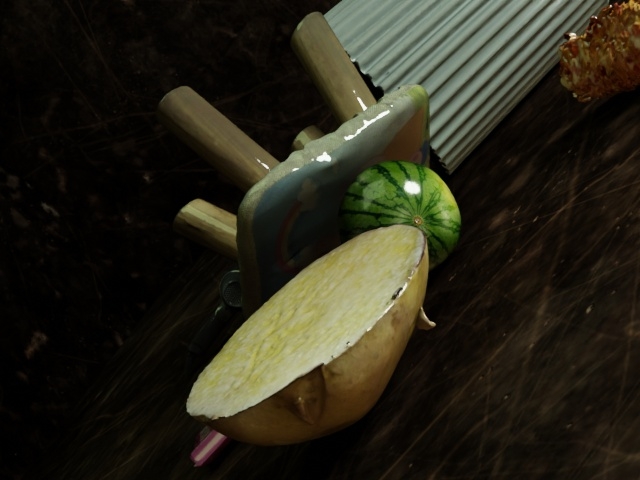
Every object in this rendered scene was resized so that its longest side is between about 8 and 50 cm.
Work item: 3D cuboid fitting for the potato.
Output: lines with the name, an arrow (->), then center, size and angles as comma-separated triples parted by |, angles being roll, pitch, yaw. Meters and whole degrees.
potato -> 0.016, 0.111, 1.086 | 0.299, 0.116, 0.239 | -47, 16, -31

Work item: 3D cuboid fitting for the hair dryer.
hair dryer -> -0.197, 0.152, 2.126 | 0.272, 0.091, 0.235 | -49, -2, 10

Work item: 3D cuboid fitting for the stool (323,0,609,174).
stool -> 0.207, -0.310, 1.561 | 0.330, 0.297, 0.297 | -42, 9, 5

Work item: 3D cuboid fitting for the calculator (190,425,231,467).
calculator -> -0.120, 0.240, 1.452 | 0.126, 0.034, 0.190 | -48, 3, -4

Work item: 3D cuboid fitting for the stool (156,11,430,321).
stool -> -0.035, -0.083, 1.397 | 0.310, 0.226, 0.310 | -35, -30, -25

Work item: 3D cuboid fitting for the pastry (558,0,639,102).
pastry -> 0.319, -0.201, 1.147 | 0.063, 0.087, 0.169 | -14, -5, -23

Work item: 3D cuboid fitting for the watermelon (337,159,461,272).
watermelon -> 0.088, -0.022, 1.269 | 0.141, 0.140, 0.187 | -48, 4, -5
